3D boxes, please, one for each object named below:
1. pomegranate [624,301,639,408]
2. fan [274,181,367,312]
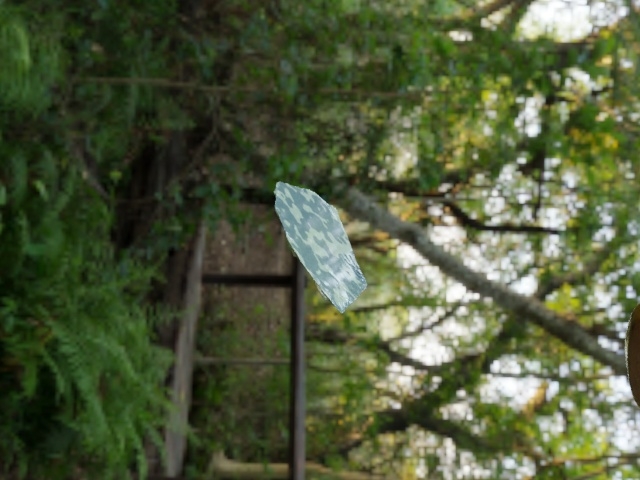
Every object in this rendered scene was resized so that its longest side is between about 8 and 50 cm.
[{"bbox_3d":[0.526,0.158,1.488,0.233,0.233,0.233,-179,-90,-90],"label":"pomegranate"},{"bbox_3d":[0.000,0.000,1.054,0.131,0.009,0.240,46,17,-17],"label":"fan"}]
